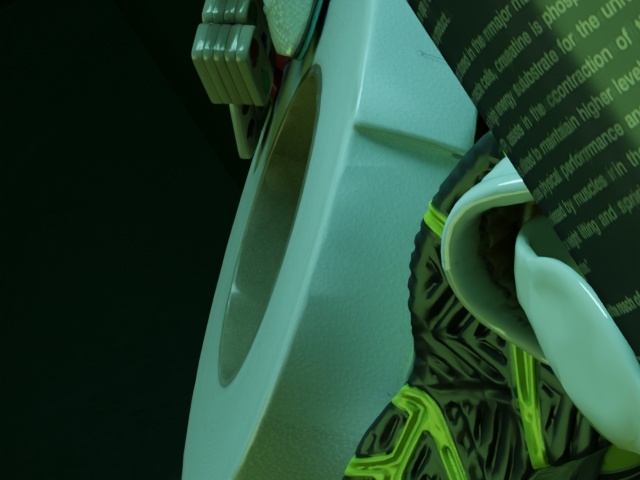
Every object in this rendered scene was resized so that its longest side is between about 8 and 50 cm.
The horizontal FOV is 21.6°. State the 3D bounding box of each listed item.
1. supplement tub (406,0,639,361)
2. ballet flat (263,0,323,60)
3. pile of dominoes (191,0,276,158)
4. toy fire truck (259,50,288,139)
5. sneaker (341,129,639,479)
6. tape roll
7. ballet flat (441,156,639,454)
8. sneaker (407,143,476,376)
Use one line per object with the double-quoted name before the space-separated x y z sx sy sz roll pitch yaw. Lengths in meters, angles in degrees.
"supplement tub" 0.110 -0.086 0.368 0.272 0.191 0.191 58 174 5
"ballet flat" -0.016 -0.191 1.076 0.052 0.168 0.057 20 155 -11
"pile of dominoes" -0.033 -0.204 1.148 0.196 0.040 0.251 68 -150 -57
"toy fire truck" 0.030 -0.081 1.344 0.246 0.158 0.217 22 144 60
"sneaker" 0.125 0.045 0.811 0.145 0.147 0.385 47 137 21
"tape roll" 0.000 0.000 1.037 0.072 0.392 0.392 16 180 -9
"ballet flat" 0.176 0.060 0.502 0.400 0.139 0.139 34 157 51
"sneaker" 0.165 0.144 1.128 0.483 0.185 0.202 60 177 24
